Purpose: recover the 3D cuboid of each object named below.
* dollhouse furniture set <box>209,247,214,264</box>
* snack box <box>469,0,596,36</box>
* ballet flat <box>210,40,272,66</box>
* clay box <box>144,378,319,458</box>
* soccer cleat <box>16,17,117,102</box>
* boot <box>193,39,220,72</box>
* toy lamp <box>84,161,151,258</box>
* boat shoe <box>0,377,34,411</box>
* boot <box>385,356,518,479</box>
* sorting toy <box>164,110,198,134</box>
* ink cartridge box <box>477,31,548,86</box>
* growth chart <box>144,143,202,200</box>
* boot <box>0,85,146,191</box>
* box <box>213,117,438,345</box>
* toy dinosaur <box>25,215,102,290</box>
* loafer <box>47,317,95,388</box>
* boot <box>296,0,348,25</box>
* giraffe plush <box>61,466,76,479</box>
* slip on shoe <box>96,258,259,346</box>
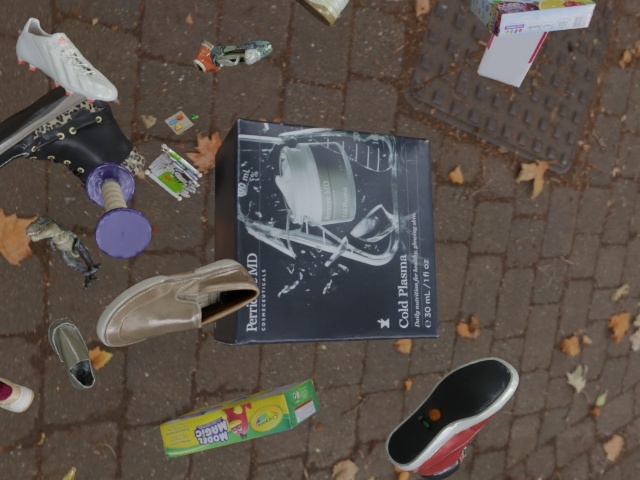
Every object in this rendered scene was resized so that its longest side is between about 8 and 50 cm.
[{"bbox_3d":[-0.325,0.084,2.013,0.123,0.144,0.151,-25,100,-64],"label":"dollhouse furniture set"},{"bbox_3d":[0.305,-0.340,0.790,0.141,0.100,0.037,-9,134,-8],"label":"snack box"},{"bbox_3d":[-0.236,-0.548,1.617,0.189,0.070,0.070,-6,103,9],"label":"ballet flat"},{"bbox_3d":[-0.125,0.259,0.784,0.222,0.127,0.053,-19,79,15],"label":"clay box"},{"bbox_3d":[-0.405,-0.285,0.865,0.196,0.068,0.076,31,113,11],"label":"soccer cleat"},{"bbox_3d":[-0.366,-0.568,1.740,0.059,0.158,0.084,27,85,5],"label":"boot"},{"bbox_3d":[-0.307,-0.060,0.814,0.080,0.275,0.080,-11,117,-23],"label":"toy lamp"},{"bbox_3d":[-0.618,0.275,1.004,0.059,0.170,0.063,75,22,-54],"label":"boat shoe"},{"bbox_3d":[0.240,0.306,0.910,0.244,0.088,0.176,-41,135,5],"label":"boot"},{"bbox_3d":[-0.390,-0.342,1.535,0.083,0.012,0.062,-40,79,-21],"label":"sorting toy"},{"bbox_3d":[0.424,-0.472,1.120,0.100,0.172,0.237,22,70,8],"label":"ink cartridge box"},{"bbox_3d":[-0.460,-0.206,1.711,0.172,0.237,0.021,37,58,-18],"label":"growth chart"},{"bbox_3d":[-0.663,-0.211,1.397,0.377,0.138,0.284,-43,134,-15],"label":"boot"},{"bbox_3d":[0.000,0.000,1.298,0.472,0.297,0.479,1,82,-19],"label":"box"},{"bbox_3d":[-0.465,0.026,1.032,0.064,0.268,0.118,-36,84,-14],"label":"toy dinosaur"},{"bbox_3d":[-0.763,0.357,1.696,0.094,0.087,0.251,-33,113,-37],"label":"loafer"},{"bbox_3d":[-0.007,-0.386,0.656,0.165,0.077,0.213,-46,74,12],"label":"boot"},{"bbox_3d":[-0.423,0.498,0.949,0.210,0.181,0.170,-9,111,-34],"label":"giraffe plush"},{"bbox_3d":[-0.114,0.056,0.451,0.135,0.041,0.051,-18,131,-38],"label":"slip on shoe"}]
